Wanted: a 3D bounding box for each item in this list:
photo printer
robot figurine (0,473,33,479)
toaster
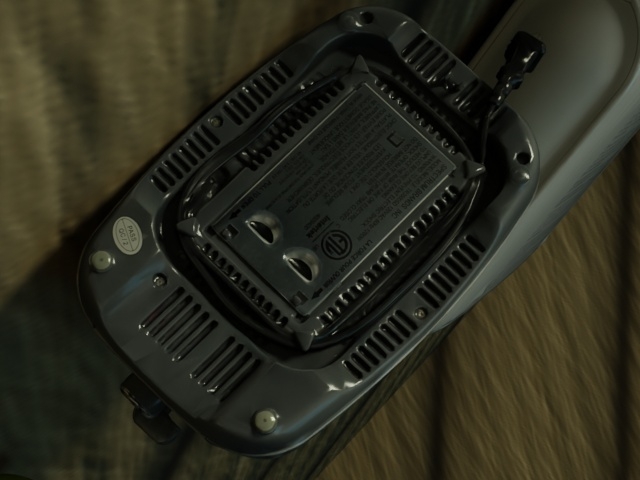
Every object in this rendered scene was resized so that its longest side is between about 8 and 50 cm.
[{"bbox_3d":[0.164,-0.091,0.849,0.256,0.107,0.307,-30,159,-55],"label":"photo printer"},{"bbox_3d":[-0.177,0.170,0.611,0.115,0.067,0.101,-47,160,-1],"label":"robot figurine"},{"bbox_3d":[0.000,0.000,0.532,0.227,0.129,0.146,-46,173,-15],"label":"toaster"}]
